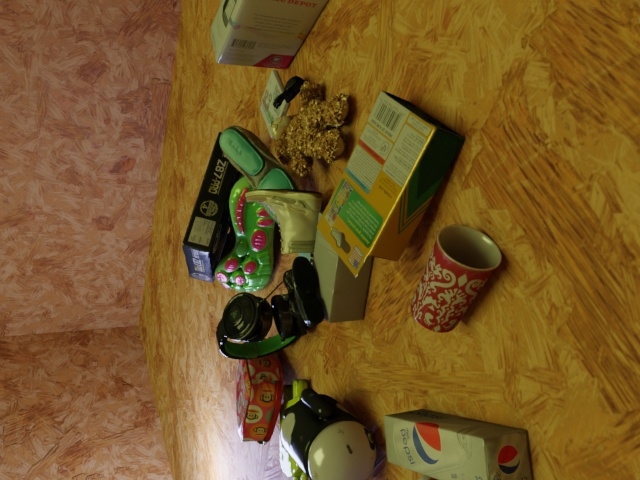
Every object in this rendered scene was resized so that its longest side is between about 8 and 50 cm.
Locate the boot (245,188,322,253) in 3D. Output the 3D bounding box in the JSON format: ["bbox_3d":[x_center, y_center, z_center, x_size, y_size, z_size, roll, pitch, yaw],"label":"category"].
[{"bbox_3d":[-0.099,-0.049,1.507,0.213,0.077,0.165,6,99,22],"label":"boot"}]

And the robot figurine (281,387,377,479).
[{"bbox_3d":[0.016,0.467,1.381,0.174,0.209,0.278,-61,28,-5],"label":"robot figurine"}]

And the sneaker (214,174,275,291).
[{"bbox_3d":[-0.214,-0.023,1.852,0.202,0.185,0.483,-82,10,-51],"label":"sneaker"}]

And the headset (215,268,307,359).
[{"bbox_3d":[-0.131,0.223,1.571,0.394,0.243,0.185,-62,39,42],"label":"headset"}]

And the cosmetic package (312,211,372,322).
[{"bbox_3d":[0.048,0.061,1.379,0.127,0.107,0.238,37,126,56],"label":"cosmetic package"}]

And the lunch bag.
[{"bbox_3d":[-0.198,0.461,1.788,0.293,0.120,0.258,-108,29,-59],"label":"lunch bag"}]

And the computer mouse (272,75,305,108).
[{"bbox_3d":[-0.090,-0.393,1.550,0.071,0.041,0.242,-46,8,23],"label":"computer mouse"}]

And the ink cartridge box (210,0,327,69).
[{"bbox_3d":[-0.145,-0.612,1.590,0.306,0.226,0.131,-43,55,54],"label":"ink cartridge box"}]

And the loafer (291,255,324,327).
[{"bbox_3d":[-0.038,0.121,1.376,0.061,0.062,0.170,125,138,-60],"label":"loafer"}]

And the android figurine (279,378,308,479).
[{"bbox_3d":[-0.063,0.529,1.626,0.248,0.056,0.273,133,138,-56],"label":"android figurine"}]

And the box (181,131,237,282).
[{"bbox_3d":[-0.337,-0.098,1.889,0.318,0.097,0.395,116,168,-67],"label":"box"}]

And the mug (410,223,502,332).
[{"bbox_3d":[0.237,0.065,1.039,0.113,0.150,0.169,31,130,17],"label":"mug"}]

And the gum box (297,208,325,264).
[{"bbox_3d":[0.000,0.000,1.529,0.184,0.041,0.157,20,108,60],"label":"gum box"}]

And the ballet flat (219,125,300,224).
[{"bbox_3d":[-0.140,-0.176,1.613,0.349,0.123,0.123,50,141,11],"label":"ballet flat"}]

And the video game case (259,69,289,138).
[{"bbox_3d":[-0.144,-0.420,1.816,0.143,0.019,0.157,-61,40,44],"label":"video game case"}]

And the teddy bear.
[{"bbox_3d":[-0.035,-0.284,1.513,0.338,0.113,0.245,41,124,55],"label":"teddy bear"}]

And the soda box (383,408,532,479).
[{"bbox_3d":[0.229,0.365,1.040,0.286,0.098,0.091,-16,76,62],"label":"soda box"}]

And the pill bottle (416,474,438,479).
[{"bbox_3d":[0.235,0.510,0.992,0.216,0.121,0.121,37,123,46],"label":"pill bottle"}]

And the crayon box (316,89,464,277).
[{"bbox_3d":[0.126,-0.107,1.174,0.323,0.083,0.203,-63,36,21],"label":"crayon box"}]
